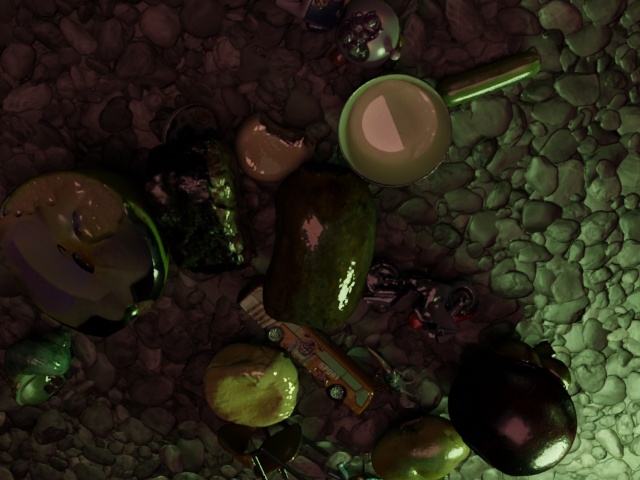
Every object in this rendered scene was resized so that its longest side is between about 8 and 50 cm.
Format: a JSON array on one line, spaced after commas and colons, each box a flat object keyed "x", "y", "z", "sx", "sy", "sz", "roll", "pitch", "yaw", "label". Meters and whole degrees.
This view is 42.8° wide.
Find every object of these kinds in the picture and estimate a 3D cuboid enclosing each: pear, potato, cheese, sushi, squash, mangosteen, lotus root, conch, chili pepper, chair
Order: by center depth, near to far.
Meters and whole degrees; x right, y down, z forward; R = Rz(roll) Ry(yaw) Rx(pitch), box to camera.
[{"x": 0.346, "y": -0.336, "z": 1.709, "sx": 0.229, "sy": 0.066, "sz": 0.066, "roll": -19, "pitch": 109, "yaw": 9, "label": "squash"}, {"x": -0.238, "y": -0.067, "z": 1.711, "sx": 0.171, "sy": 0.210, "sz": 0.350, "roll": -1, "pitch": 138, "yaw": 12, "label": "sushi"}, {"x": 0.000, "y": 0.000, "z": 1.754, "sx": 0.251, "sy": 0.250, "sz": 0.346, "roll": 6, "pitch": 115, "yaw": 0, "label": "lotus root"}, {"x": -0.485, "y": -0.003, "z": 1.783, "sx": 0.399, "sy": 0.165, "sz": 0.398, "roll": 10, "pitch": 119, "yaw": 18, "label": "pear"}, {"x": -0.135, "y": -0.171, "z": 1.784, "sx": 0.163, "sy": 0.070, "sz": 0.249, "roll": 39, "pitch": 115, "yaw": -14, "label": "cheese"}, {"x": 0.452, "y": 0.385, "z": 1.870, "sx": 0.300, "sy": 0.300, "sz": 0.300, "roll": 1, "pitch": 111, "yaw": 2, "label": "mangosteen"}, {"x": 0.283, "y": 0.187, "z": 1.930, "sx": 0.178, "sy": 0.027, "sz": 0.045, "roll": -5, "pitch": 110, "yaw": 2, "label": "chili pepper"}, {"x": -0.163, "y": 0.351, "z": 1.947, "sx": 0.226, "sy": 0.117, "sz": 0.214, "roll": 0, "pitch": 122, "yaw": 11, "label": "cheese"}, {"x": -0.673, "y": 0.298, "z": 1.958, "sx": 0.188, "sy": 0.122, "sz": 0.176, "roll": -34, "pitch": 127, "yaw": 16, "label": "conch"}, {"x": 0.239, "y": 0.510, "z": 1.998, "sx": 0.248, "sy": 0.143, "sz": 0.169, "roll": -26, "pitch": 112, "yaw": 20, "label": "potato"}, {"x": -0.113, "y": 0.525, "z": 2.003, "sx": 0.172, "sy": 0.158, "sz": 0.247, "roll": -29, "pitch": 108, "yaw": 14, "label": "chair"}]

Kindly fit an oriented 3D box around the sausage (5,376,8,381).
[{"x": -0.729, "y": 0.361, "z": 2.030, "sx": 0.107, "sy": 0.031, "sz": 0.031, "roll": 36, "pitch": 108, "yaw": -12, "label": "sausage"}]

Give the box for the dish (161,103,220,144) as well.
[{"x": -0.296, "y": -0.236, "z": 1.766, "sx": 0.141, "sy": 0.078, "sz": 0.141, "roll": -24, "pitch": 127, "yaw": -36, "label": "dish"}]

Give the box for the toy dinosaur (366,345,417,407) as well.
[{"x": 0.167, "y": 0.335, "z": 1.987, "sx": 0.187, "sy": 0.044, "sz": 0.106, "roll": 27, "pitch": 125, "yaw": -9, "label": "toy dinosaur"}]

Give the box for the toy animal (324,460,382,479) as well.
[{"x": 0.109, "y": 0.639, "z": 2.086, "sx": 0.208, "sy": 0.100, "sz": 0.103, "roll": 39, "pitch": 68, "yaw": -9, "label": "toy animal"}]

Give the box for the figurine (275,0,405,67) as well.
[{"x": 0.046, "y": -0.458, "z": 1.641, "sx": 0.194, "sy": 0.133, "sz": 0.274, "roll": -37, "pitch": 103, "yaw": 29, "label": "figurine"}]

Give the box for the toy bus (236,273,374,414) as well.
[{"x": -0.030, "y": 0.250, "z": 1.931, "sx": 0.092, "sy": 0.093, "sz": 0.409, "roll": -43, "pitch": 105, "yaw": 10, "label": "toy bus"}]

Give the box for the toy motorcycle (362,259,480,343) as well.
[{"x": 0.223, "y": 0.143, "z": 1.861, "sx": 0.271, "sy": 0.106, "sz": 0.159, "roll": 13, "pitch": 92, "yaw": -3, "label": "toy motorcycle"}]

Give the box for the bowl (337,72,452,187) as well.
[{"x": 0.154, "y": -0.241, "z": 1.719, "sx": 0.238, "sy": 0.126, "sz": 0.237, "roll": 1, "pitch": 110, "yaw": 2, "label": "bowl"}]
